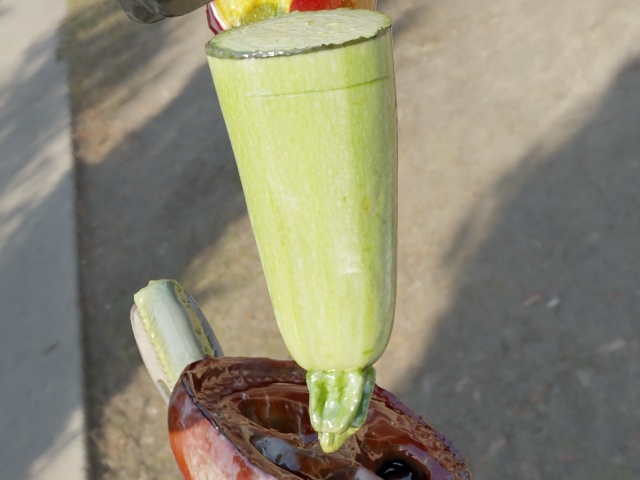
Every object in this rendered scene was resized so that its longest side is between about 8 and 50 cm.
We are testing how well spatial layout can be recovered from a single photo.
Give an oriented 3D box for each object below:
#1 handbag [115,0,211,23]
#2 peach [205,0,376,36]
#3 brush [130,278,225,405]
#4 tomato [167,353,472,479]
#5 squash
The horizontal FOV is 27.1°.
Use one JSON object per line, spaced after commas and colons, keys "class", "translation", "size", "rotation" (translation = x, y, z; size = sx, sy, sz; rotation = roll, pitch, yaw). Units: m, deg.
{"class": "handbag", "translation": [-0.189, -0.339, 1.121], "size": [0.075, 0.332, 0.191], "rotation": [-26, 10, 24]}
{"class": "peach", "translation": [-0.037, -0.281, 1.488], "size": [0.196, 0.226, 0.189], "rotation": [0, 63, 16]}
{"class": "brush", "translation": [-0.101, 0.151, 1.185], "size": [0.072, 0.067, 0.312], "rotation": [-24, 55, -9]}
{"class": "tomato", "translation": [-0.009, 0.173, 0.954], "size": [0.101, 0.228, 0.228], "rotation": [-68, 22, 15]}
{"class": "squash", "translation": [0.000, 0.000, 0.666], "size": [0.094, 0.224, 0.094], "rotation": [-5, 14, 1]}
